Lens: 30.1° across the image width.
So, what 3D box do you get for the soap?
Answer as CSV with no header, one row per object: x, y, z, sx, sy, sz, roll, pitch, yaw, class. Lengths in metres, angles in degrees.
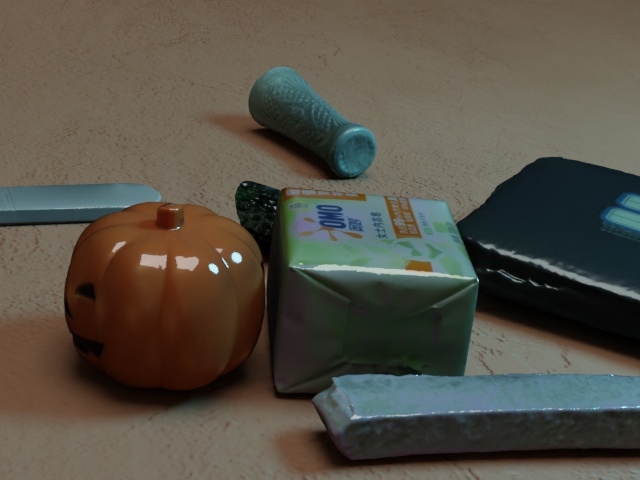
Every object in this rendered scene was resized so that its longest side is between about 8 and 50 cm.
0.043,0.048,1.155,0.182,0.138,0.199,4,25,-6,soap

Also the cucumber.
0.000,0.001,1.333,0.241,0.074,0.074,22,28,27,cucumber

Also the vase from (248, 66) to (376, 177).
-0.009,-0.164,1.683,0.096,0.096,0.219,-8,31,-32,vase

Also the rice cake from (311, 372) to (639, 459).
0.172,0.154,1.056,0.365,0.056,0.072,1,25,-15,rice cake

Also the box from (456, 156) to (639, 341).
0.360,0.017,1.383,0.359,0.091,0.350,17,26,20,box

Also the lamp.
-0.140,0.041,1.088,0.188,0.163,0.187,5,26,-3,lamp

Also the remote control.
-0.308,-0.044,1.404,0.245,0.022,0.077,-3,24,-22,remote control
